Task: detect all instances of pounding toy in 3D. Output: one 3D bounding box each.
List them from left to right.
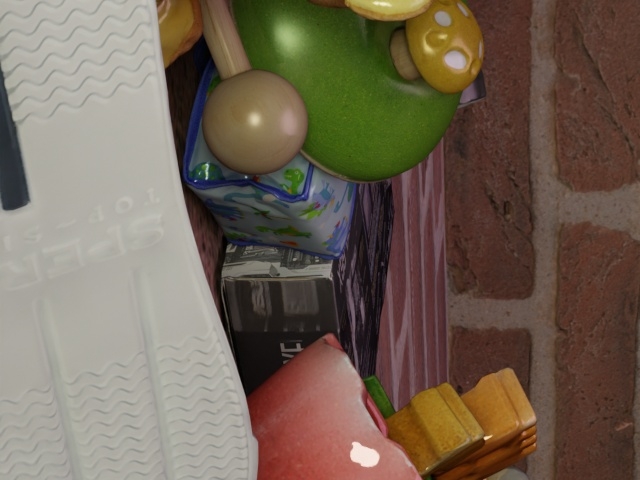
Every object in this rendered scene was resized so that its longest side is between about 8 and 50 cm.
[{"bbox_3d":[0.033,-0.128,0.876,0.237,0.110,0.183,-10,87,-53],"label":"pounding toy"}]

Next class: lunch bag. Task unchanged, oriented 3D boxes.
[{"bbox_3d":[-0.022,-0.080,0.987,0.129,0.096,0.151,61,41,-73],"label":"lunch bag"}]

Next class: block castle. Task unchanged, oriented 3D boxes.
[{"bbox_3d":[0.057,0.218,0.720,0.303,0.213,0.453,58,-1,16],"label":"block castle"}]

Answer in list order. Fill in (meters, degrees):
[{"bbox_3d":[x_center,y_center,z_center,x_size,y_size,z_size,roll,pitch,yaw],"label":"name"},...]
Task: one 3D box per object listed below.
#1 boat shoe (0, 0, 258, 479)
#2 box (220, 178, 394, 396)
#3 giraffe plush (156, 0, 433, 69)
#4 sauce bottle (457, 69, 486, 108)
[{"bbox_3d":[-0.091,0.000,0.433,0.119,0.121,0.335,-128,-148,-46],"label":"boat shoe"},{"bbox_3d":[0.000,0.000,1.204,0.242,0.077,0.307,82,12,-46],"label":"box"},{"bbox_3d":[-0.026,-0.150,0.690,0.210,0.170,0.181,-44,135,-78],"label":"giraffe plush"},{"bbox_3d":[0.043,-0.257,1.136,0.111,0.111,0.344,-52,130,-76],"label":"sauce bottle"}]
